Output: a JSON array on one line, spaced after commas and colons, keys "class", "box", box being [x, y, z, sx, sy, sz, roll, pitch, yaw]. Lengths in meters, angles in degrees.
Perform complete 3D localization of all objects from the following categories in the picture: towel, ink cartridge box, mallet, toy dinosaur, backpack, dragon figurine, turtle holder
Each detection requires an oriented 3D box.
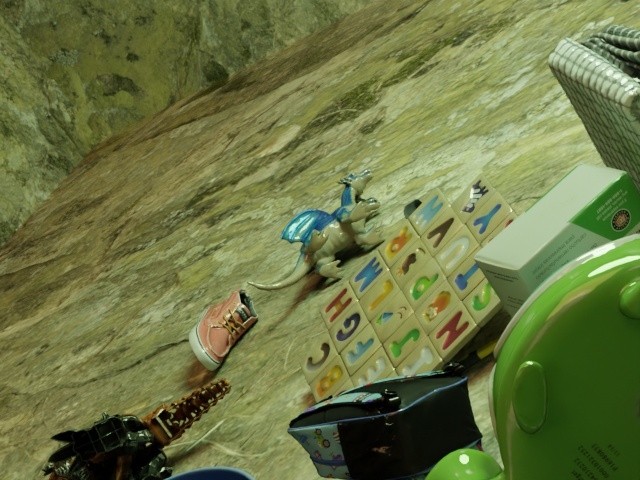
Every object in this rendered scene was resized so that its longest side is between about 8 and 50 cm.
[{"class": "towel", "box": [0.370, -0.091, 1.446, 0.121, 0.283, 0.235, -34, 20, 0]}, {"class": "ink cartridge box", "box": [0.271, 0.054, 1.383, 0.153, 0.208, 0.087, -41, 22, -14]}, {"class": "mallet", "box": [0.187, 0.131, 1.619, 0.190, 0.039, 0.062, -36, 20, 12]}, {"class": "toy dinosaur", "box": [-0.266, 0.281, 1.867, 0.322, 0.164, 0.218, -57, 3, 0]}, {"class": "backpack", "box": [0.061, 0.205, 1.466, 0.173, 0.117, 0.158, -16, 0, 38]}, {"class": "dragon figurine", "box": [0.000, 0.000, 2.167, 0.289, 0.085, 0.144, -40, 19, -17]}, {"class": "turtle holder", "box": [0.253, 0.144, 1.212, 0.227, 0.243, 0.320, -93, 24, -77]}]

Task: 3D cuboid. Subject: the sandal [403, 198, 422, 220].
[{"class": "sandal", "box": [0.173, 0.017, 1.834, 0.054, 0.097, 0.254, -35, 29, 4]}]

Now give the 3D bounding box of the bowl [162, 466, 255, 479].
[{"class": "bowl", "box": [-0.203, 0.408, 1.542, 0.391, 0.077, 0.391, -31, 19, 12]}]

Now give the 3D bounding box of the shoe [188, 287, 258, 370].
[{"class": "shoe", "box": [-0.143, 0.128, 2.134, 0.081, 0.063, 0.178, -36, 14, 12]}]

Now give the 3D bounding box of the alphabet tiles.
[{"class": "alphabet tiles", "box": [0.108, 0.075, 1.738, 0.342, 0.011, 0.285, -47, 28, 11]}]
